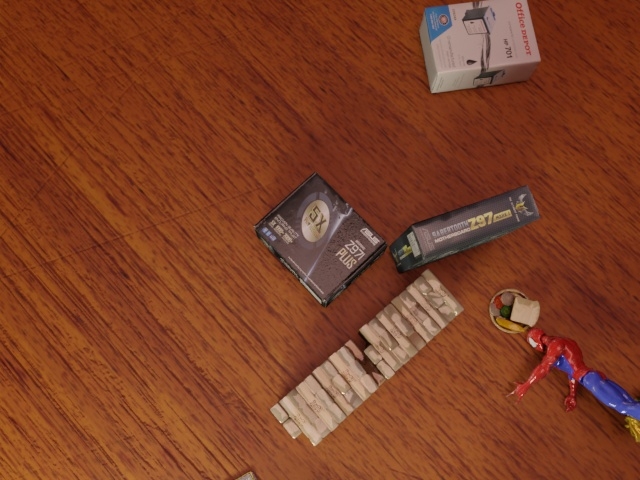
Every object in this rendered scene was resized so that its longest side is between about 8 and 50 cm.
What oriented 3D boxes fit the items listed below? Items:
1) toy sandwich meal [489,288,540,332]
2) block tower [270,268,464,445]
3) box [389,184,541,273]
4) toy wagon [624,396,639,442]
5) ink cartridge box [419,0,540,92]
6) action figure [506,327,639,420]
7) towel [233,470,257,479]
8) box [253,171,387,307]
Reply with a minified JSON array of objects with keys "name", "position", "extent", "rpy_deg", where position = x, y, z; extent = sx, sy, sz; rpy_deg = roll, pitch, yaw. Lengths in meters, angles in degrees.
[{"name":"toy sandwich meal","position":[0.332,0.120,1.043],"extent":[0.085,0.029,0.086],"rpy_deg":[0,77,0]},{"name":"block tower","position":[0.078,0.194,0.997],"extent":[0.335,0.097,0.091],"rpy_deg":[-40,80,-6]},{"name":"box","position":[0.217,-0.011,0.971],"extent":[0.183,0.233,0.059],"rpy_deg":[-19,83,-4]},{"name":"toy wagon","position":[0.654,0.268,0.988],"extent":[0.344,0.068,0.267],"rpy_deg":[-6,77,0]},{"name":"ink cartridge box","position":[0.291,-0.363,1.131],"extent":[0.190,0.082,0.140],"rpy_deg":[-8,77,0]},{"name":"action figure","position":[0.419,0.256,0.961],"extent":[0.280,0.091,0.139],"rpy_deg":[46,112,40]},{"name":"towel","position":[-0.122,0.424,0.986],"extent":[0.060,0.009,0.083],"rpy_deg":[-22,77,-5]},{"name":"box","position":[0.000,0.000,1.049],"extent":[0.147,0.077,0.180],"rpy_deg":[-42,80,-9]}]
